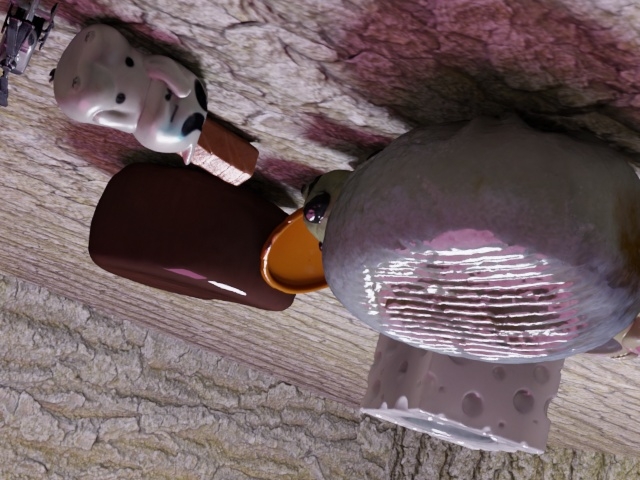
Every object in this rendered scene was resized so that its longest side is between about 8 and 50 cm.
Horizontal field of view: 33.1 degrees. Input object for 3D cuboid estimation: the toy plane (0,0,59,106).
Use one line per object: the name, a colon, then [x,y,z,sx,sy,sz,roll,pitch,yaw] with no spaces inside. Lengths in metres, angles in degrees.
toy plane: [-0.325,-0.224,1.176,0.053,0.078,0.197,24,149,-18]

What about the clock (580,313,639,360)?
clock: [0.335,0.089,1.527,0.284,0.114,0.309,16,166,-5]

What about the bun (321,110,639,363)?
bun: [0.178,-0.007,1.126,0.361,0.211,0.362,10,158,4]

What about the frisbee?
frisbee: [0.000,0.000,1.522,0.192,0.192,0.035,35,-160,-50]

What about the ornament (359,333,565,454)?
ornament: [0.242,0.211,1.819,0.239,0.240,0.240,20,165,-18]

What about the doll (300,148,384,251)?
doll: [0.090,-0.029,1.330,0.234,0.135,0.143,22,163,-6]

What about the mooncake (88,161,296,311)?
mooncake: [-0.181,-0.003,1.630,0.333,0.174,0.326,15,169,-5]

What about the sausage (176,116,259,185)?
sausage: [-0.158,-0.129,1.359,0.169,0.065,0.065,29,161,-38]

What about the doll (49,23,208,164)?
doll: [-0.205,-0.164,1.198,0.180,0.110,0.107,21,166,-23]
